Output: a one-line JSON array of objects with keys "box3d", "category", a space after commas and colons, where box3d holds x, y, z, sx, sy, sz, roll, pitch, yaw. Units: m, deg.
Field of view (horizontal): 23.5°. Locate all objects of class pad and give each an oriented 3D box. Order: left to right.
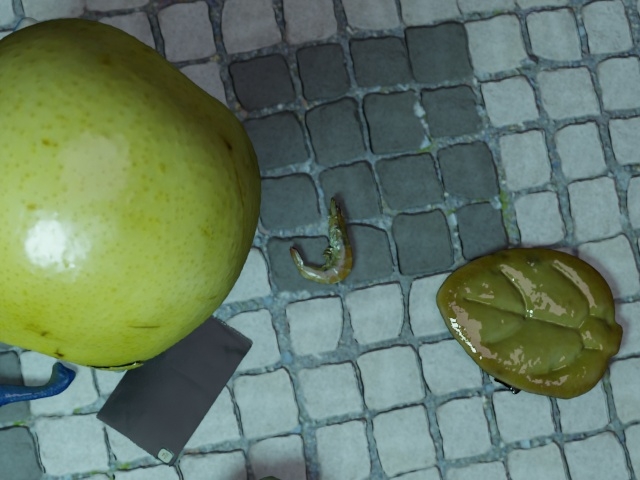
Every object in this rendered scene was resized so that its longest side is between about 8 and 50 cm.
[{"box3d": [-0.183, 0.176, 1.939, 0.116, 0.004, 0.193, 34, 75, -3], "category": "pad"}]

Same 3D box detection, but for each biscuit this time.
[{"box3d": [0.277, 0.102, 2.024, 0.260, 0.041, 0.203, 16, 77, -10], "category": "biscuit"}]

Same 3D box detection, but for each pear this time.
[{"box3d": [-0.225, -0.039, 1.500, 0.348, 0.348, 0.348, 2, 79, -11], "category": "pear"}]

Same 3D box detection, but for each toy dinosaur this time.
[{"box3d": [-0.425, 0.234, 1.851, 0.188, 0.075, 0.248, 24, 70, -13], "category": "toy dinosaur"}]

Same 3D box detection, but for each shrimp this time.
[{"box3d": [0.000, 0.000, 1.999, 0.083, 0.023, 0.114, -2, 84, -9], "category": "shrimp"}]

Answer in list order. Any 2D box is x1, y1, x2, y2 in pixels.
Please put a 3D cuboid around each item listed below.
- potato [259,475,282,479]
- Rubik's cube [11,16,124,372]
[{"box3d": [-0.125, 0.436, 1.810, 0.218, 0.202, 0.351, 21, 63, 5], "category": "potato"}, {"box3d": [-0.293, -0.040, 1.811, 0.291, 0.290, 0.292, 26, 75, -5], "category": "Rubik's cube"}]
